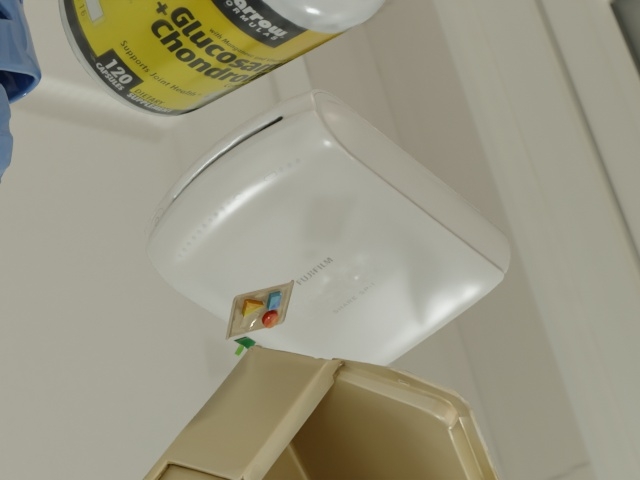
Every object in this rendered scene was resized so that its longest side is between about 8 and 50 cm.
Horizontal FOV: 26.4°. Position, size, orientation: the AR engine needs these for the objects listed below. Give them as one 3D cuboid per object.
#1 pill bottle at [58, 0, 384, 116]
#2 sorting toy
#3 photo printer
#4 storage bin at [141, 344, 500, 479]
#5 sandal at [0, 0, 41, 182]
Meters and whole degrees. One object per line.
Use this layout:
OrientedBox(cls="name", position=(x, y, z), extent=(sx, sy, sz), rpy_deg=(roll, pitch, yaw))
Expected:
OrientedBox(cls="pill bottle", position=(-0.031, -0.131, 0.624), extent=(0.103, 0.103, 0.184), rpy_deg=(10, 158, -42))
OrientedBox(cls="sorting toy", position=(-0.054, 0.071, 1.192), extent=(0.062, 0.012, 0.083), rpy_deg=(-17, 144, -26))
OrientedBox(cls="photo printer", position=(0.000, 0.000, 1.356), extent=(0.256, 0.107, 0.307), rpy_deg=(-37, 127, 24))
OrientedBox(cls="storage bin", position=(-0.013, 0.227, 0.615), extent=(0.123, 0.262, 0.260), rpy_deg=(8, 135, 38))
OrientedBox(cls="sandal", position=(-0.230, -0.130, 0.837), extent=(0.138, 0.317, 0.126), rpy_deg=(36, 133, -22))
